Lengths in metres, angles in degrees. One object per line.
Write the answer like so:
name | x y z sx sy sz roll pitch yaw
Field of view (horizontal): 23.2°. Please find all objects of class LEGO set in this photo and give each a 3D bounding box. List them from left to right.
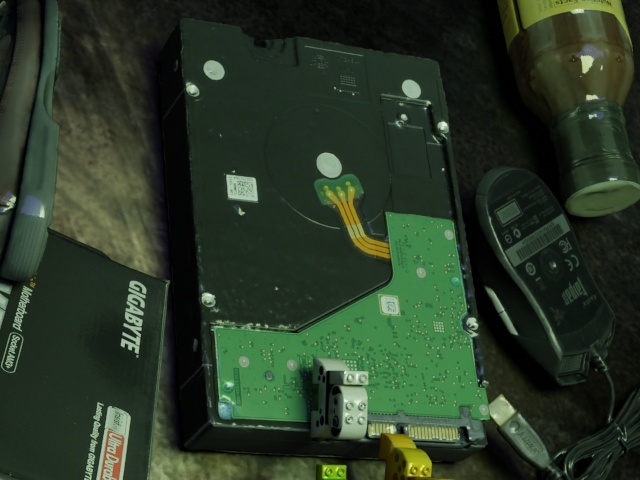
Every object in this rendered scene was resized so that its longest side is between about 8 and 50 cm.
LEGO set | 0.047 0.194 1.060 0.087 0.093 0.227 5 83 -25

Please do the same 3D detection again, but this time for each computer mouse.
computer mouse | 0.167 0.080 1.255 0.184 0.060 0.262 -36 96 -40

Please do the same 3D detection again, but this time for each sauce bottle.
sauce bottle | 0.217 -0.187 1.391 0.111 0.111 0.344 5 64 -25

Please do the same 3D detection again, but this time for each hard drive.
hard drive | 0.000 0.000 1.205 0.237 0.064 0.339 5 62 -25

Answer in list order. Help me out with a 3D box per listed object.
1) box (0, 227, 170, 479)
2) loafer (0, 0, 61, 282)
box | -0.243 0.062 0.961 0.293 0.073 0.295 23 25 -12
loafer | -0.230 -0.090 1.062 0.095 0.109 0.302 10 34 -16
